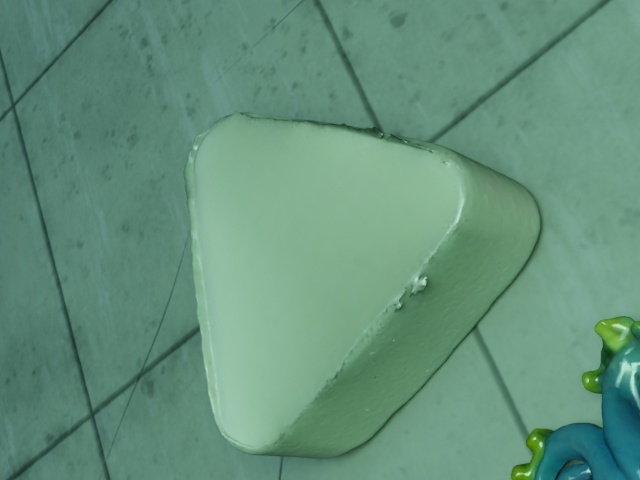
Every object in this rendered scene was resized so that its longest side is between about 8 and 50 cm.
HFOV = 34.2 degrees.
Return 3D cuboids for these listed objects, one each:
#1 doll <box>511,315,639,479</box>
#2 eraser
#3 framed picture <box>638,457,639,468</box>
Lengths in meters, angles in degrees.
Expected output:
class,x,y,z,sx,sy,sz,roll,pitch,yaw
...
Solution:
class,x,y,z,sx,sy,sz,roll,pitch,yaw
doll,0.259,0.177,0.718,0.346,0.098,0.341,-21,63,45
eraser,0.000,0.000,0.977,0.331,0.150,0.331,-9,76,37
framed picture,0.312,0.155,0.563,0.273,0.016,0.216,-44,44,37
